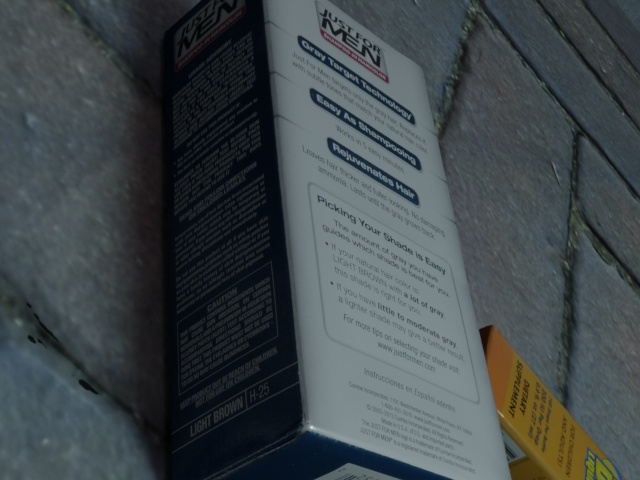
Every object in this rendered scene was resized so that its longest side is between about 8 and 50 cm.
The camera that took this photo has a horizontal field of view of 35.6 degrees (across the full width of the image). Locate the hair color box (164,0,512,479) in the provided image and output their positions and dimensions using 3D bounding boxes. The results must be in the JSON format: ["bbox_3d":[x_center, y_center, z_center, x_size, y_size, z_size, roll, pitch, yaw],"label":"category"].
[{"bbox_3d":[0.000,0.000,0.629,0.174,0.105,0.347,28,42,-38],"label":"hair color box"}]

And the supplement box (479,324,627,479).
[{"bbox_3d":[0.161,0.174,0.722,0.233,0.080,0.078,49,35,-17],"label":"supplement box"}]
